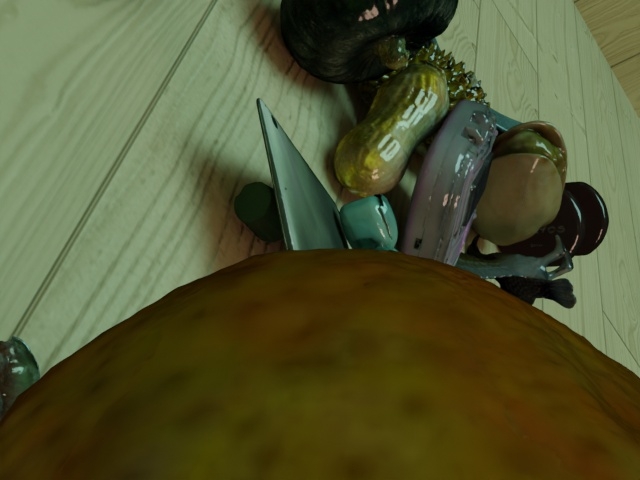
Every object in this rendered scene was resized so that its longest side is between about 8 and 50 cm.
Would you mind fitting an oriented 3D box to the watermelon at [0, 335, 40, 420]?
[{"bbox_3d":[-0.212,0.099,0.524,0.139,0.071,0.187,50,30,-19],"label":"watermelon"}]

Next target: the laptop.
[{"bbox_3d":[0.000,0.000,0.956,0.269,0.015,0.187,51,23,-64],"label":"laptop"}]

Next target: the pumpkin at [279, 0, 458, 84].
[{"bbox_3d":[0.056,-0.261,1.146,0.211,0.212,0.152,5,72,-60],"label":"pumpkin"}]

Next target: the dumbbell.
[{"bbox_3d":[0.369,-0.028,1.595,0.225,0.140,0.124,-11,97,-64],"label":"dumbbell"}]

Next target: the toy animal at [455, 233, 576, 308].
[{"bbox_3d":[0.260,0.050,1.349,0.272,0.160,0.197,56,25,-32],"label":"toy animal"}]

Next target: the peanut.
[{"bbox_3d":[0.087,-0.130,1.172,0.087,0.087,0.206,51,56,-26],"label":"peanut"}]

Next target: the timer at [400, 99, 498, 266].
[{"bbox_3d":[0.155,-0.057,1.197,0.208,0.069,0.190,-54,158,-51],"label":"timer"}]

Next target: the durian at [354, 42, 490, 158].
[{"bbox_3d":[0.138,-0.199,1.338,0.250,0.138,0.183,34,49,-37],"label":"durian"}]

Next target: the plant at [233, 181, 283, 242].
[{"bbox_3d":[-0.038,-0.018,0.953,0.102,0.051,0.051,34,39,-55],"label":"plant"}]

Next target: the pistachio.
[{"bbox_3d":[0.272,-0.076,1.417,0.215,0.144,0.144,98,-10,-54],"label":"pistachio"}]

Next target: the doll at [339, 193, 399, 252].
[{"bbox_3d":[0.069,0.034,1.054,0.159,0.059,0.158,-98,166,-55],"label":"doll"}]

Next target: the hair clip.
[{"bbox_3d":[0.221,-0.223,1.522,0.275,0.083,0.048,42,38,-29],"label":"hair clip"}]

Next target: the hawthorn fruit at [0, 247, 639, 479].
[{"bbox_3d":[0.030,0.224,0.453,0.472,0.472,0.471,42,35,-38],"label":"hawthorn fruit"}]
